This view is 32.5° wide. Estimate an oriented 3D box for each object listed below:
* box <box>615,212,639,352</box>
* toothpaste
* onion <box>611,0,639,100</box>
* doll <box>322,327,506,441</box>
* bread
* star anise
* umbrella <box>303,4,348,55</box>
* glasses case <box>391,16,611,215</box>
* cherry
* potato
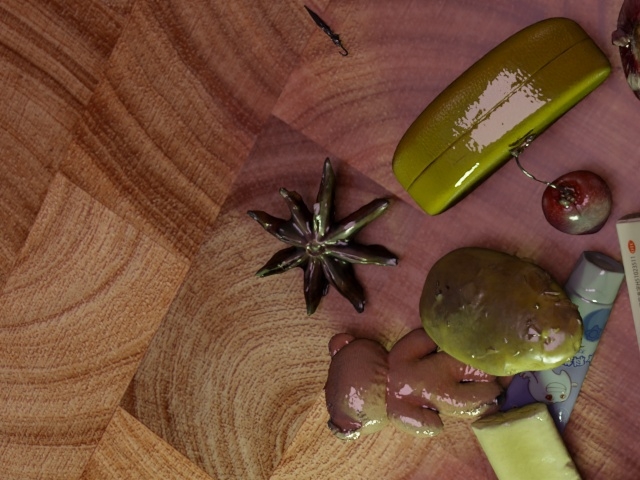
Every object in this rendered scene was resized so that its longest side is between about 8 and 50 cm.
[{"bbox_3d":[0.585,0.122,1.650,0.214,0.069,0.353,-7,97,36],"label":"box"},{"bbox_3d":[0.387,0.193,1.777,0.125,0.080,0.371,25,116,13],"label":"toothpaste"},{"bbox_3d":[0.500,-0.285,1.630,0.098,0.151,0.205,-9,84,57],"label":"onion"},{"bbox_3d":[0.157,0.256,1.857,0.303,0.156,0.201,1,58,4],"label":"doll"},{"bbox_3d":[0.345,0.357,1.799,0.140,0.060,0.178,-19,104,32],"label":"bread"},{"bbox_3d":[0.000,-0.001,1.885,0.288,0.088,0.288,4,111,10],"label":"star anise"},{"bbox_3d":[0.011,-0.357,1.862,0.122,0.022,0.013,54,140,17],"label":"umbrella"},{"bbox_3d":[0.262,-0.196,1.697,0.371,0.173,0.141,-42,81,23],"label":"glasses case"},{"bbox_3d":[0.376,-0.084,1.672,0.107,0.090,0.225,-19,134,25],"label":"cherry"},{"bbox_3d":[0.278,0.114,1.729,0.296,0.141,0.191,15,99,41],"label":"potato"}]
